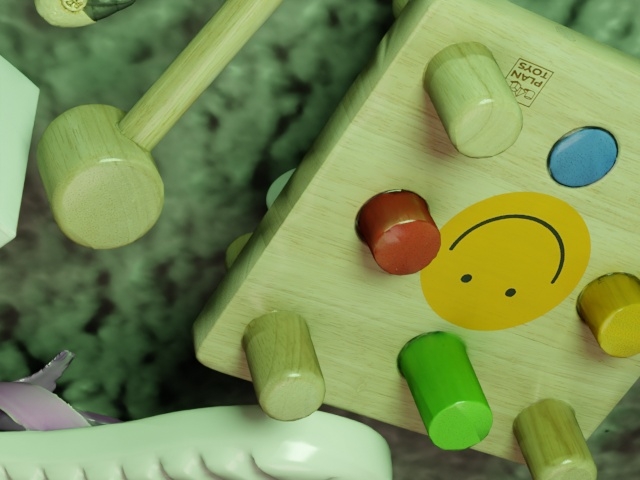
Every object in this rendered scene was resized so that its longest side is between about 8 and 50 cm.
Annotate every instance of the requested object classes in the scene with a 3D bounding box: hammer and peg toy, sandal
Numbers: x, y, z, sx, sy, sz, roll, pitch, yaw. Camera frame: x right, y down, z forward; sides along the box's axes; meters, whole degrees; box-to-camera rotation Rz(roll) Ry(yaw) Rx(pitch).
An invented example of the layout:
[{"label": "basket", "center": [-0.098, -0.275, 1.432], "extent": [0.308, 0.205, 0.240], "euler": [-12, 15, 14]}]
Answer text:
[{"label": "hammer and peg toy", "center": [0.055, -0.016, 1.000], "extent": [0.361, 0.127, 0.266], "euler": [20, 120, -28]}, {"label": "sandal", "center": [-0.145, 0.123, 1.181], "extent": [0.416, 0.102, 0.169], "euler": [-3, 153, 23]}]

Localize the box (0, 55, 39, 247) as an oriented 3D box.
[{"label": "box", "center": [-0.245, -0.025, 1.027], "extent": [0.170, 0.130, 0.091], "euler": [-33, 123, 26]}]

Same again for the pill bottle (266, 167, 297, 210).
[{"label": "pill bottle", "center": [0.000, 0.000, 1.111], "extent": [0.043, 0.043, 0.083], "euler": [-12, 131, 10]}]

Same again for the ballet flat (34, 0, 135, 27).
[{"label": "ballet flat", "center": [-0.079, -0.157, 0.967], "extent": [0.173, 0.049, 0.057], "euler": [-31, 124, 24]}]
